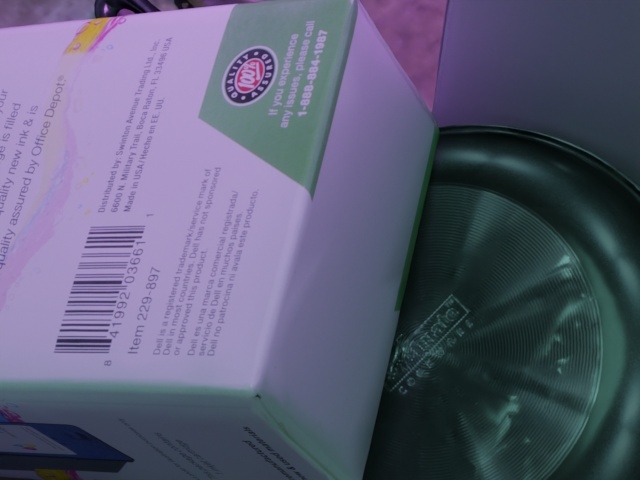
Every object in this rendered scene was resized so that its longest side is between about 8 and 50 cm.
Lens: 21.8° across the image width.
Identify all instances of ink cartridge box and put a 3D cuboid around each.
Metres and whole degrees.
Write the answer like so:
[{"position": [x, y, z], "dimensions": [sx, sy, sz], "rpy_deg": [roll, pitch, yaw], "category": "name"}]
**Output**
[{"position": [-0.080, 0.004, 0.603], "dimensions": [0.212, 0.093, 0.154], "rpy_deg": [-1, 61, 26], "category": "ink cartridge box"}]

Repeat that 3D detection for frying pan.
[{"position": [0.027, -0.010, 0.645], "dimensions": [0.197, 0.053, 0.326], "rpy_deg": [-25, 69, 13], "category": "frying pan"}]

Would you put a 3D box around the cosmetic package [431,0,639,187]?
[{"position": [0.277, -0.191, 0.617], "dimensions": [0.329, 0.327, 0.393], "rpy_deg": [27, 66, 12], "category": "cosmetic package"}]
